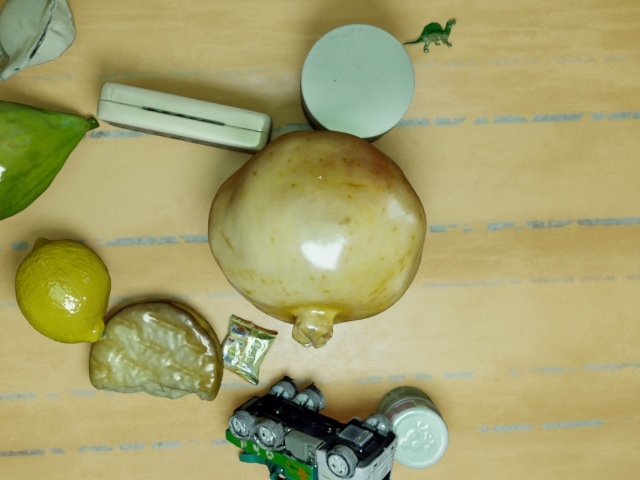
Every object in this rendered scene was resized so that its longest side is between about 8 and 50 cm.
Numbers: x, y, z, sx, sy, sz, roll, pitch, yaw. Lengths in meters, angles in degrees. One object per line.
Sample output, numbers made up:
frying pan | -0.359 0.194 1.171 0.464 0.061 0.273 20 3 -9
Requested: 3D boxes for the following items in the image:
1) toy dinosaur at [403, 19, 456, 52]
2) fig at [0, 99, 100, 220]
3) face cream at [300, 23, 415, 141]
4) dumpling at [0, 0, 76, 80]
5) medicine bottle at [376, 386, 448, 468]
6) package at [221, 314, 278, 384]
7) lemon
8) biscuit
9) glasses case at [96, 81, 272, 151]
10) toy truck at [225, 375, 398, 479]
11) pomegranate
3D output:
toy dinosaur | 0.231 -0.431 1.534 0.119 0.029 0.060 -11 77 4
fig | -0.627 -0.187 1.437 0.233 0.233 0.314 33 63 -3
face cream | 0.068 -0.302 1.450 0.218 0.179 0.218 0 92 -2
dumpling | -0.561 -0.413 1.434 0.142 0.172 0.247 31 97 -33
medicine bottle | 0.187 0.381 1.484 0.135 0.168 0.135 0 92 -3
package | -0.160 0.231 1.535 0.108 0.031 0.121 23 90 -2
lemon | -0.506 0.100 1.437 0.187 0.187 0.244 -30 84 -1
biscuit | -0.329 0.226 1.495 0.274 0.091 0.213 11 89 5
glasses case | -0.266 -0.241 1.459 0.336 0.144 0.076 11 90 -2
toy truck | -0.027 0.401 1.422 0.363 0.176 0.178 9 113 34
pomegranate | 0.000 0.000 1.348 0.411 0.411 0.412 0 92 -2
